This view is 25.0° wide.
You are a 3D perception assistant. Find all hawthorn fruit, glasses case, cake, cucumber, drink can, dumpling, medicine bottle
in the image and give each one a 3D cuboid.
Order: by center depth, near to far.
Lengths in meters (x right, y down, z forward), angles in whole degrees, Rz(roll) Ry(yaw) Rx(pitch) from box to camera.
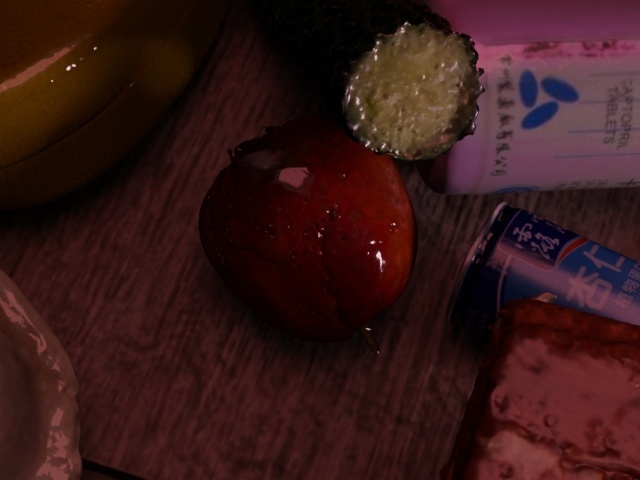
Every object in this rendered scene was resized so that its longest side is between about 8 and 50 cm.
[{"bbox_3d":[0.134,0.171,0.829,0.151,0.177,0.283,12,69,7],"label":"cake"},{"bbox_3d":[-0.228,0.126,0.884,0.166,0.126,0.216,26,55,-4],"label":"dumpling"},{"bbox_3d":[0.207,0.063,0.955,0.235,0.097,0.097,25,59,15],"label":"drink can"},{"bbox_3d":[0.000,0.000,0.973,0.148,0.148,0.172,-34,89,-22],"label":"hawthorn fruit"},{"bbox_3d":[0.015,-0.151,1.019,0.096,0.096,0.359,-12,23,-10],"label":"cucumber"},{"bbox_3d":[0.197,-0.110,1.036,0.254,0.152,0.152,-2,57,-6],"label":"medicine bottle"},{"bbox_3d":[-0.169,-0.179,1.073,0.173,0.141,0.371,11,55,22],"label":"glasses case"}]
